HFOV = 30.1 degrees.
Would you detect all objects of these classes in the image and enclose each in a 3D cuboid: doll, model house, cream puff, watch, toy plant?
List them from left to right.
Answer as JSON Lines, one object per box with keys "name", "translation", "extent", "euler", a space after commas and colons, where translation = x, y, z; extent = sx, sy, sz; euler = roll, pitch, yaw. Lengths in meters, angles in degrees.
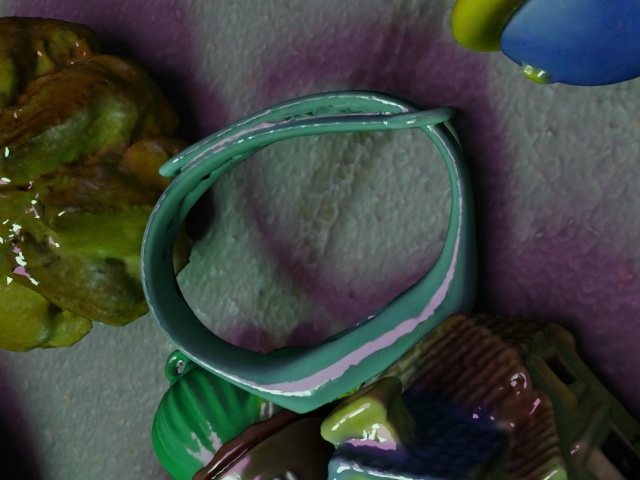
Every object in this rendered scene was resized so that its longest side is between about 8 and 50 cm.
{"name": "cream puff", "translation": [-0.203, -0.040, 0.878], "extent": [0.244, 0.196, 0.244], "euler": [16, 134, 18]}
{"name": "toy plant", "translation": [-0.049, 0.142, 0.848], "extent": [0.143, 0.105, 0.200], "euler": [-43, 60, 16]}
{"name": "watch", "translation": [0.000, 0.000, 0.776], "extent": [0.237, 0.068, 0.195], "euler": [-31, 89, 16]}
{"name": "model house", "translation": [0.102, 0.139, 0.664], "extent": [0.189, 0.214, 0.195], "euler": [49, 122, 9]}
{"name": "doll", "translation": [0.119, -0.205, 0.579], "extent": [0.160, 0.311, 0.242], "euler": [-16, 81, 7]}
